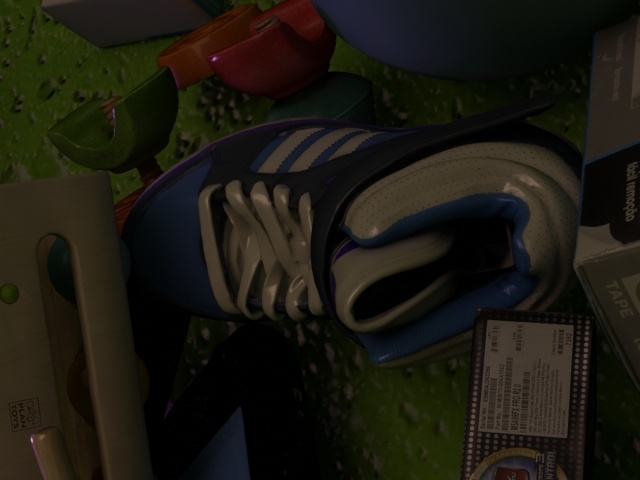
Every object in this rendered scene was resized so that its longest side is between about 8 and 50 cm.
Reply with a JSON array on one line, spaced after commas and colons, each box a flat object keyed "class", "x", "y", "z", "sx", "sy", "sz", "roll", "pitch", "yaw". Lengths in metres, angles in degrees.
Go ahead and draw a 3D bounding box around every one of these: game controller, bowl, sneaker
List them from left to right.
[{"class": "game controller", "x": -0.055, "y": 0.200, "z": 0.855, "sx": 0.166, "sy": 0.067, "sz": 0.319, "roll": -43, "pitch": 34, "yaw": 24}, {"class": "sneaker", "x": 0.000, "y": 0.000, "z": 0.802, "sx": 0.323, "sy": 0.236, "sz": 0.130, "roll": -7, "pitch": 100, "yaw": 15}, {"class": "bowl", "x": 0.101, "y": -0.219, "z": 0.892, "sx": 0.312, "sy": 0.163, "sz": 0.311, "roll": -3, "pitch": 46, "yaw": 3}]

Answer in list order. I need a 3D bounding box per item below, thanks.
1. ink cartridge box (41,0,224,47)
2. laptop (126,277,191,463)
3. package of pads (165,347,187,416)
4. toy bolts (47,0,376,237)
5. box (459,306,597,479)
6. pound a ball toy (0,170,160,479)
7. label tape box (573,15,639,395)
[{"class": "ink cartridge box", "x": -0.144, "y": -0.272, "z": 1.173, "sx": 0.140, "sy": 0.082, "sz": 0.190, "roll": -3, "pitch": 67, "yaw": 32}, {"class": "laptop", "x": -0.348, "y": 0.148, "z": 1.010, "sx": 0.236, "sy": 0.408, "sz": 0.381, "roll": -176, "pitch": 101, "yaw": -74}, {"class": "package of pads", "x": -0.137, "y": 0.112, "z": 1.028, "sx": 0.083, "sy": 0.032, "sz": 0.050, "roll": -21, "pitch": 58, "yaw": 25}, {"class": "toy bolts", "x": -0.043, "y": -0.079, "z": 1.020, "sx": 0.228, "sy": 0.158, "sz": 0.218, "roll": -17, "pitch": 20, "yaw": 38}, {"class": "box", "x": 0.105, "y": 0.194, "z": 0.710, "sx": 0.060, "sy": 0.216, "sz": 0.270, "roll": 3, "pitch": 71, "yaw": 12}, {"class": "pound a ball toy", "x": -0.143, "y": 0.120, "z": 0.837, "sx": 0.208, "sy": 0.136, "sz": 0.319, "roll": -5, "pitch": 94, "yaw": 54}, {"class": "label tape box", "x": 0.310, "y": -0.072, "z": 0.691, "sx": 0.348, "sy": 0.115, "sz": 0.249, "roll": -21, "pitch": 27, "yaw": 26}]
